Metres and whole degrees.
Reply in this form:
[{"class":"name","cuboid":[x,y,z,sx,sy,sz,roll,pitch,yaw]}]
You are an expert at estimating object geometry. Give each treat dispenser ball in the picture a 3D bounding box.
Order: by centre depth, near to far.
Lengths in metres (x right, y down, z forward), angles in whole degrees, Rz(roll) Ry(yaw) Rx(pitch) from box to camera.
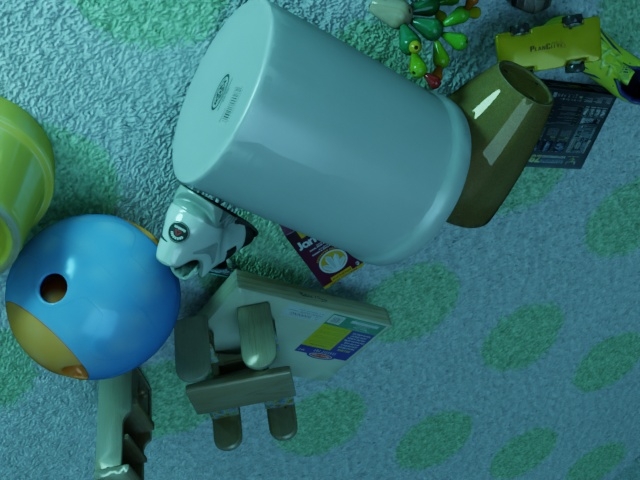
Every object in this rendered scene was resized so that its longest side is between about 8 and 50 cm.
[{"class":"treat dispenser ball","cuboid":[-0.390,0.097,1.116,0.288,0.288,0.288,-11,128,-15]}]

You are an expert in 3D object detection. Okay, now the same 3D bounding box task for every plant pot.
[{"class":"plant pot","cuboid":[-0.538,-0.067,0.967,0.254,0.239,0.253,-11,128,-14]},{"class":"plant pot","cuboid":[0.295,-0.194,1.176,0.237,0.237,0.254,8,137,-27]}]

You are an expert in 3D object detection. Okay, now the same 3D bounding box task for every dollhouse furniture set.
[{"class":"dollhouse furniture set","cuboid":[-0.246,0.364,1.342,0.395,0.256,0.362,-10,141,-3]}]

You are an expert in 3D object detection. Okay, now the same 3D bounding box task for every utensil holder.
[{"class":"utensil holder","cuboid":[-0.004,-0.169,1.063,0.386,0.327,0.327,21,115,-30]}]

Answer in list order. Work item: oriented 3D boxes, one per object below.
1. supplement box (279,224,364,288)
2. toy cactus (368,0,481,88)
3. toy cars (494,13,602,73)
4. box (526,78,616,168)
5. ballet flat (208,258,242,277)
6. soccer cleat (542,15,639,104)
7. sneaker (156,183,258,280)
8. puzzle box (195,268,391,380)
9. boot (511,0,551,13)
[{"class":"supplement box","cuboid":[0.000,0.000,1.341,0.104,0.080,0.188,-32,130,3]},{"class":"toy cactus","cuboid":[0.171,-0.372,1.093,0.181,0.112,0.218,25,74,0]},{"class":"toy cars","cuboid":[0.479,-0.435,1.165,0.176,0.087,0.393,39,104,-8]},{"class":"box","cuboid":[0.496,-0.247,1.374,0.233,0.059,0.183,-1,125,-23]},{"class":"ballet flat","cuboid":[-0.234,0.038,1.290,0.189,0.070,0.070,10,121,-33]},{"class":"soccer cleat","cuboid":[0.561,-0.356,1.267,0.289,0.121,0.093,22,117,-22]},{"class":"sneaker","cuboid":[-0.210,-0.002,1.131,0.146,0.123,0.330,-61,170,0]},{"class":"puzzle box","cuboid":[-0.078,0.205,1.441,0.409,0.052,0.272,18,131,-32]},{"class":"boot","cuboid":[0.397,-0.477,1.177,0.087,0.042,0.118,-12,130,-22]}]
